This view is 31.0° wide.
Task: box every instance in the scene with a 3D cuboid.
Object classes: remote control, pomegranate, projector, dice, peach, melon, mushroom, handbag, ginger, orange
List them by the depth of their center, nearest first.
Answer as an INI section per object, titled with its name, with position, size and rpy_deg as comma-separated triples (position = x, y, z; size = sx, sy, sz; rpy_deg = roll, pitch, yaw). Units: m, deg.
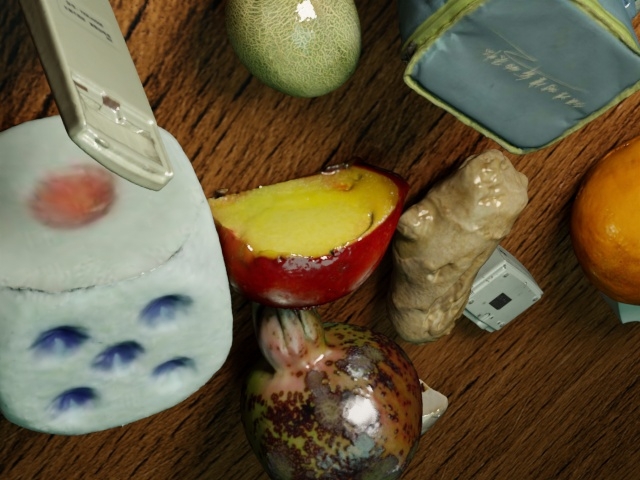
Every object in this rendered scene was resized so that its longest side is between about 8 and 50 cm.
[remote control]
position = -0.217, -0.162, 1.070
size = 0.038, 0.285, 0.123
rpy_deg = -39, 142, 17
[handbag]
position = 0.200, -0.262, 1.218
size = 0.222, 0.241, 0.263
rpy_deg = -34, 138, 32
[melon]
position = -0.029, -0.230, 1.230
size = 0.139, 0.139, 0.192
rpy_deg = -34, 146, 6
[dice]
position = -0.260, 0.036, 1.285
size = 0.265, 0.268, 0.262
rpy_deg = -16, 142, -17
[peach]
position = -0.003, 0.004, 1.511
size = 0.267, 0.158, 0.154
rpy_deg = -18, 147, -17
[ginger]
position = 0.176, 0.018, 1.650
size = 0.190, 0.126, 0.354
rpy_deg = -11, 138, -29
[pomegranate]
position = 0.000, 0.207, 1.668
size = 0.285, 0.285, 0.340
rpy_deg = -26, 119, -4
[orange]
position = 0.511, -0.033, 1.725
size = 0.284, 0.226, 0.283
rpy_deg = -23, 146, -17
[projector]
position = 0.274, 0.079, 1.833
size = 0.115, 0.061, 0.147
rpy_deg = -38, 140, 15
[mushroom]
position = 0.120, 0.324, 1.989
size = 0.108, 0.096, 0.247
rpy_deg = 1, 138, -33

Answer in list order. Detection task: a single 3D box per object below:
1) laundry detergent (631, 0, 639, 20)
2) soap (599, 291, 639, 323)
[laundry detergent]
position = 0.362, -0.282, 1.463
size = 0.137, 0.063, 0.211
rpy_deg = -35, 163, -49
[soap]
position = 0.573, 0.036, 1.901
size = 0.231, 0.145, 0.091
rpy_deg = -28, 142, -2
